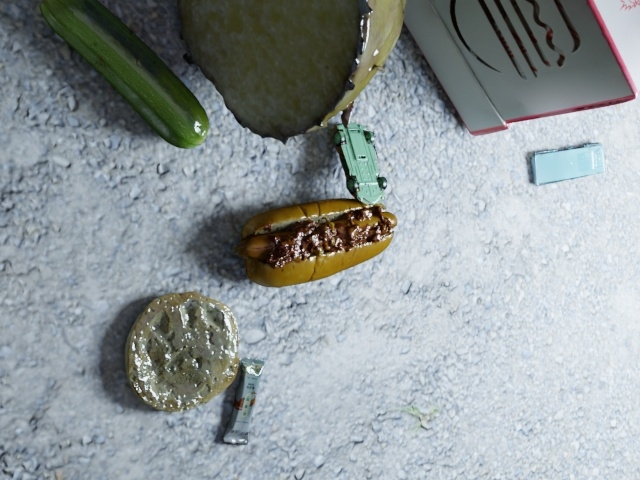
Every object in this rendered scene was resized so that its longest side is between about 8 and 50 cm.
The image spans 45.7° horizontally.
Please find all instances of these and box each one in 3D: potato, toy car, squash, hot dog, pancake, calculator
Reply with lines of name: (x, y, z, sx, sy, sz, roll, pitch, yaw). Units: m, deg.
potato: (0.003, -0.300, 0.898, 0.301, 0.288, 0.237, 46, 44, 10)
toy car: (0.051, -0.102, 1.014, 0.059, 0.035, 0.121, -5, 75, -35)
squash: (-0.213, -0.192, 0.854, 0.229, 0.066, 0.066, 44, 68, -23)
hot dog: (0.000, 0.000, 0.978, 0.249, 0.076, 0.102, -11, 99, -33)
pancake: (-0.161, 0.134, 0.905, 0.152, 0.025, 0.151, 1, 88, -32)
calculator: (0.416, -0.129, 1.272, 0.172, 0.018, 0.057, -12, 95, -31)

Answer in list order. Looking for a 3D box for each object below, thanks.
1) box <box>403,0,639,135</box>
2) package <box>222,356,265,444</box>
box: (0.319, -0.371, 1.048, 0.312, 0.300, 0.314, -45, 111, -25)
package: (-0.095, 0.200, 0.951, 0.037, 0.015, 0.110, 16, 82, -36)
